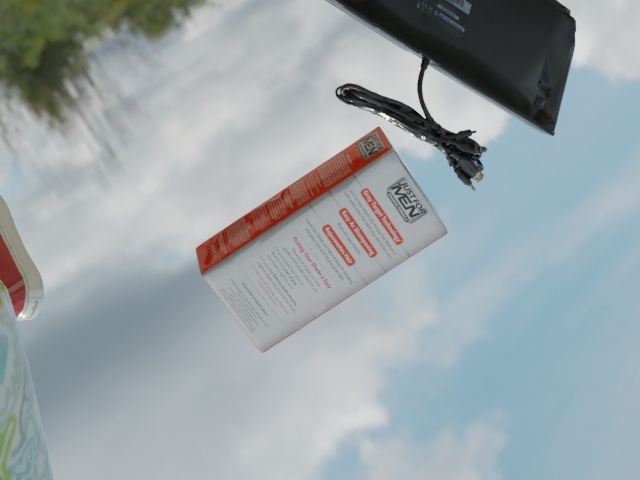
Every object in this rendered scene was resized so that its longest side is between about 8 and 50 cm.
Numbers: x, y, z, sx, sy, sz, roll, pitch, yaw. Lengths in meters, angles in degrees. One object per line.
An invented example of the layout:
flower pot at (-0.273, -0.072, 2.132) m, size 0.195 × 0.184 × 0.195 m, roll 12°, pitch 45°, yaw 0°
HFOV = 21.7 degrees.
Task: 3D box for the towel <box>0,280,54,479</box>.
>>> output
towel at (-0.288, 0.240, 0.992) m, size 0.090 × 0.320 × 0.374 m, roll 15°, pitch -146°, yaw 30°

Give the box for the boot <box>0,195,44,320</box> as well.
boot at (-0.455, 0.003, 1.992) m, size 0.176 × 0.088 × 0.244 m, roll 1°, pitch -143°, yaw -38°

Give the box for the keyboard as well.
keyboard at (0.087, -0.167, 1.384) m, size 0.033 × 0.317 × 0.201 m, roll -7°, pitch -118°, yaw 52°

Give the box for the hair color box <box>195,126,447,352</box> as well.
hair color box at (0.000, 0.000, 1.043) m, size 0.141 × 0.072 × 0.043 m, roll -32°, pitch -155°, yaw 6°
